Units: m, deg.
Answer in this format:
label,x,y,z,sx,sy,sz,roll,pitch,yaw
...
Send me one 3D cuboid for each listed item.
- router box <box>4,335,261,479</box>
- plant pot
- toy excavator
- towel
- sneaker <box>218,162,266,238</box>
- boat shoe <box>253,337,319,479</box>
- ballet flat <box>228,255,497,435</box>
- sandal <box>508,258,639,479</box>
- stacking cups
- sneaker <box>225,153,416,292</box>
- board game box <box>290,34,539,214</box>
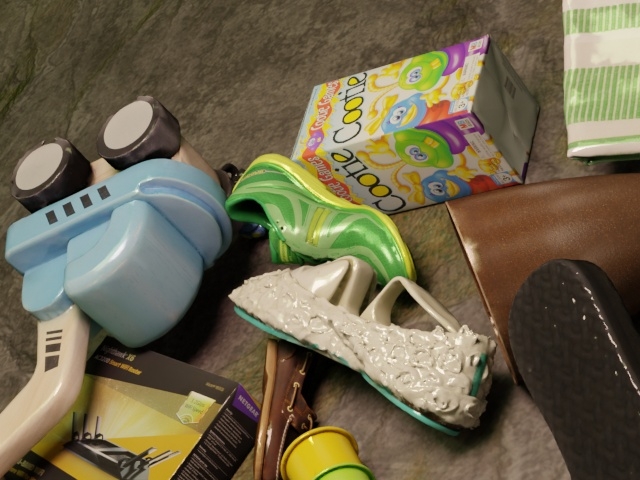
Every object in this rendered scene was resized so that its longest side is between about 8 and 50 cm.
label,x,y,z,sx,sy,sz,roll,pitch,yaw
router box,-0.241,0.265,1.966,0.309,0.081,0.243,12,59,49
plant pot,0.280,0.016,1.669,0.230,0.215,0.215,-22,38,4
toy excavator,-0.313,0.087,2.003,0.433,0.222,0.445,-24,43,19
towel,0.406,-0.248,1.818,0.248,0.038,0.325,-5,68,20
sneaker,-0.120,-0.063,2.217,0.078,0.067,0.188,-46,32,3
boat shoe,-0.039,0.206,1.854,0.073,0.073,0.207,9,54,-2
ballet flat,0.059,0.096,1.810,0.409,0.147,0.147,26,72,45
sandal,0.312,0.209,1.435,0.167,0.107,0.446,-48,48,41
stacking cups,0.047,0.324,1.623,0.096,0.096,0.316,-38,35,4
sneaker,0.000,0.000,1.951,0.295,0.109,0.123,30,62,32
board game box,0.123,-0.140,2.009,0.275,0.144,0.142,-13,44,34
